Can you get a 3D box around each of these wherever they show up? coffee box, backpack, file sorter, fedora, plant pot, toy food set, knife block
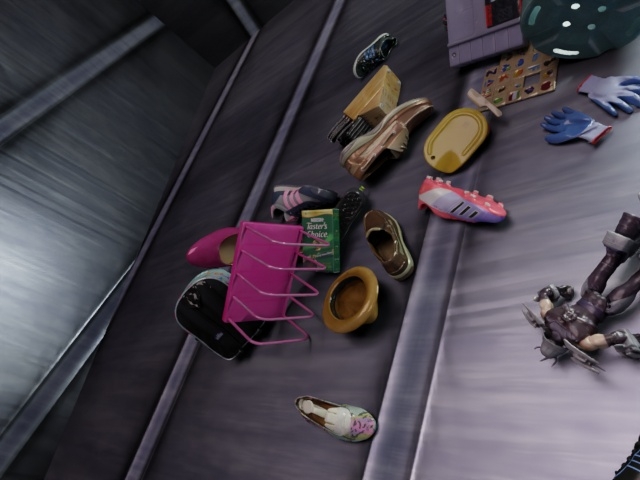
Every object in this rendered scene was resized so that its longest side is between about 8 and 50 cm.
[{"bbox_3d":[0.000,0.000,1.271,0.113,0.040,0.184,1,92,34],"label":"coffee box"},{"bbox_3d":[-0.315,0.214,1.366,0.225,0.254,0.191,-49,16,9],"label":"backpack"},{"bbox_3d":[-0.114,0.115,1.185,0.182,0.202,0.290,26,107,48],"label":"file sorter"},{"bbox_3d":[0.090,0.159,1.098,0.194,0.079,0.194,-36,34,29],"label":"fedora"},{"bbox_3d":[0.605,-0.622,0.963,0.341,0.341,0.333,3,72,50],"label":"plant pot"},{"bbox_3d":[0.374,-0.270,1.144,0.217,0.071,0.128,-50,60,10],"label":"toy food set"},{"bbox_3d":[0.144,-0.447,1.515,0.242,0.088,0.275,-12,54,42],"label":"knife block"}]

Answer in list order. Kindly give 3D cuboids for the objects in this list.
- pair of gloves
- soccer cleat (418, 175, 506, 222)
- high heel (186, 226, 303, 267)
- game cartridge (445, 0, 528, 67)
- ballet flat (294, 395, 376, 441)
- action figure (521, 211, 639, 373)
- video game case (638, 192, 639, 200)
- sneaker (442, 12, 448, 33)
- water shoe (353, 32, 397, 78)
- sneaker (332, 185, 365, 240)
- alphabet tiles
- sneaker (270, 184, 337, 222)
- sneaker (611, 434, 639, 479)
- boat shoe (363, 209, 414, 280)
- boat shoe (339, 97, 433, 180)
[{"bbox_3d":[0.586,-0.281,0.942,0.198,0.023,0.159,-46,35,10],"label":"pair of gloves"},{"bbox_3d":[0.330,-0.080,1.037,0.248,0.083,0.095,38,122,49],"label":"soccer cleat"},{"bbox_3d":[-0.218,0.022,1.357,0.378,0.127,0.181,-17,19,-23],"label":"high heel"},{"bbox_3d":[0.453,-0.691,1.204,0.230,0.068,0.354,3,103,53],"label":"game cartridge"},{"bbox_3d":[0.020,0.398,0.984,0.222,0.079,0.076,-4,58,47],"label":"ballet flat"},{"bbox_3d":[0.464,0.100,0.717,0.285,0.099,0.185,-52,43,10],"label":"action figure"},{"bbox_3d":[0.641,-0.054,0.668,0.173,0.022,0.190,-29,42,14],"label":"video game case"},{"bbox_3d":[0.519,-0.708,1.288,0.299,0.120,0.112,4,36,42],"label":"sneaker"},{"bbox_3d":[0.207,-0.712,1.671,0.203,0.073,0.080,-50,38,7],"label":"water shoe"},{"bbox_3d":[0.063,-0.066,1.335,0.234,0.084,0.097,-49,2,15],"label":"sneaker"},{"bbox_3d":[0.531,-0.459,1.158,0.198,0.009,0.237,-6,57,47],"label":"alphabet tiles"},{"bbox_3d":[-0.062,-0.120,1.493,0.319,0.112,0.130,7,84,53],"label":"sneaker"},{"bbox_3d":[0.453,0.301,0.580,0.232,0.081,0.090,-36,37,13],"label":"sneaker"},{"bbox_3d":[0.162,-0.012,1.138,0.095,0.095,0.257,-44,37,15],"label":"boat shoe"},{"bbox_3d":[0.214,-0.299,1.317,0.324,0.123,0.116,-37,72,9],"label":"boat shoe"}]
